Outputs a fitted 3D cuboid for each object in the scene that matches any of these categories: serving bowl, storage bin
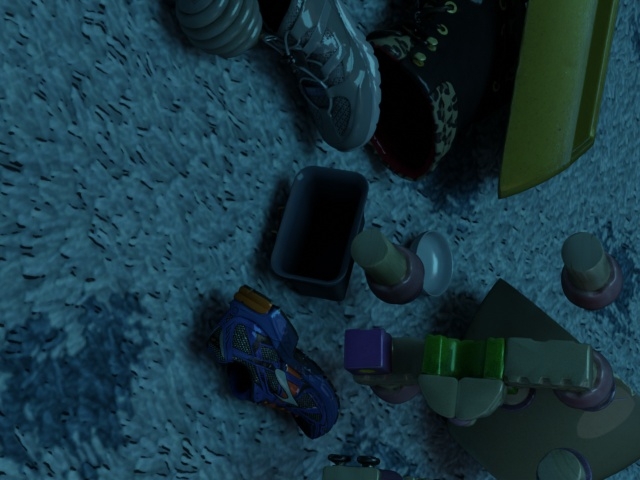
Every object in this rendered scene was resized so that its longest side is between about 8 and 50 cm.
[{"bbox_3d":[0.133,0.029,1.634,0.083,0.027,0.083,4,84,-51],"label":"serving bowl"},{"bbox_3d":[0.000,0.000,1.433,0.091,0.098,0.135,71,31,-63],"label":"storage bin"}]

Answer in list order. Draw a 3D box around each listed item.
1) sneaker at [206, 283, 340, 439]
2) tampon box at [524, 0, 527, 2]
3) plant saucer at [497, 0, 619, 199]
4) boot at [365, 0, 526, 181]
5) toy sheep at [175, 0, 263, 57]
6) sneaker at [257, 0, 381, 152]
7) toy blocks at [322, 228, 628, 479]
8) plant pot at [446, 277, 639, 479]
[{"bbox_3d":[-0.054,0.140,1.366,0.087,0.083,0.221,-42,129,-13],"label":"sneaker"},{"bbox_3d":[0.255,-0.416,1.761,0.161,0.101,0.120,50,51,-37],"label":"tampon box"},{"bbox_3d":[0.325,-0.231,1.708,0.333,0.081,0.333,-30,131,-67],"label":"plant saucer"},{"bbox_3d":[0.131,-0.283,1.574,0.284,0.138,0.377,-47,131,-43],"label":"boot"},{"bbox_3d":[-0.105,-0.233,1.316,0.132,0.091,0.091,33,63,-47],"label":"toy sheep"},{"bbox_3d":[-0.024,-0.220,1.412,0.115,0.105,0.281,-33,112,-36],"label":"sneaker"},{"bbox_3d":[0.174,0.160,1.399,0.260,0.288,0.309,44,50,-67],"label":"toy blocks"},{"bbox_3d":[0.270,0.211,1.637,0.191,0.284,0.284,-49,132,1],"label":"plant pot"}]
